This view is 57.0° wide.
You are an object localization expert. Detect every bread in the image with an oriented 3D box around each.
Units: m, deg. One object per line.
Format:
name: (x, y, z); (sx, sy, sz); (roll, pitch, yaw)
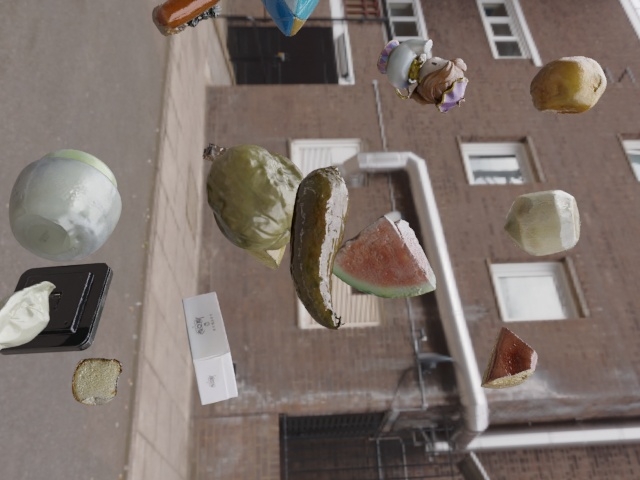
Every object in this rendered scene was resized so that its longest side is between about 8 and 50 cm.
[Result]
bread: (0.491, 0.315, 1.515); (0.192, 0.119, 0.067); (-55, 146, -38)
bread: (-0.606, 0.385, 1.603); (0.044, 0.126, 0.129); (98, -9, -50)

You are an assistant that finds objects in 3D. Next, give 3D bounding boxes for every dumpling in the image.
dumpling: (-0.720, 0.172, 1.413); (0.126, 0.216, 0.166); (51, -40, 14)

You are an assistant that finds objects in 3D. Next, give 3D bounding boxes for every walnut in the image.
walnut: (-0.166, -0.113, 1.585); (0.253, 0.282, 0.277); (-49, -118, 31)

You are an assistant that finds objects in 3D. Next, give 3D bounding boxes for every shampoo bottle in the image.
shampoo bottle: (-0.801, -0.104, 1.858); (0.322, 0.323, 0.317); (93, -5, -47)

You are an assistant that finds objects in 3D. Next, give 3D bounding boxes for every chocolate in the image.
chocolate: (-0.271, -0.291, 2.189); (0.102, 0.329, 0.065); (-93, -158, -48)

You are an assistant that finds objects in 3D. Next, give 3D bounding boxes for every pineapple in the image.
pineapple: (-0.457, -0.787, 2.049); (0.119, 0.237, 0.111); (53, -26, 22)

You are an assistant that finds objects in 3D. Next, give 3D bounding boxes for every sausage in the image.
sausage: (-0.354, -0.636, 1.586); (0.076, 0.198, 0.076); (54, -6, 8)

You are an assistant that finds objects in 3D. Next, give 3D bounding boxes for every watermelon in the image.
watermelon: (0.183, 0.046, 1.690); (0.193, 0.310, 0.231); (3, 96, -66)

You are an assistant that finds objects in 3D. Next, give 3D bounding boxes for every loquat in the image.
loquat: (0.475, -0.296, 1.142); (0.137, 0.137, 0.113); (-132, -157, -83)

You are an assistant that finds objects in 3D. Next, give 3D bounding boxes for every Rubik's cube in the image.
Rubik's cube: (-0.060, -0.651, 1.515); (0.254, 0.255, 0.254); (178, -90, -86)

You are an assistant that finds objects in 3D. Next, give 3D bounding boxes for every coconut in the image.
coconut: (0.519, -0.040, 1.389); (0.161, 0.162, 0.161); (12, 76, -57)

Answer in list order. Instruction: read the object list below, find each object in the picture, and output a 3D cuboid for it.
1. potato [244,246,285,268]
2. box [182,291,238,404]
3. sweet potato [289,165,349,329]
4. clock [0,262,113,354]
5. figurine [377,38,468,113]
potato: (-0.191, -0.023, 2.027); (0.158, 0.203, 0.178); (-59, -161, -18)
box: (-0.343, 0.326, 1.809); (0.274, 0.116, 0.203); (-116, -161, -49)
sweet potato: (-0.005, 0.002, 1.273); (0.130, 0.131, 0.422); (95, -1, -55)
clock: (-0.732, 0.179, 1.615); (0.049, 0.279, 0.273); (77, 11, -50)
figurine: (0.290, -0.457, 1.627); (0.263, 0.142, 0.189); (34, -38, 25)
